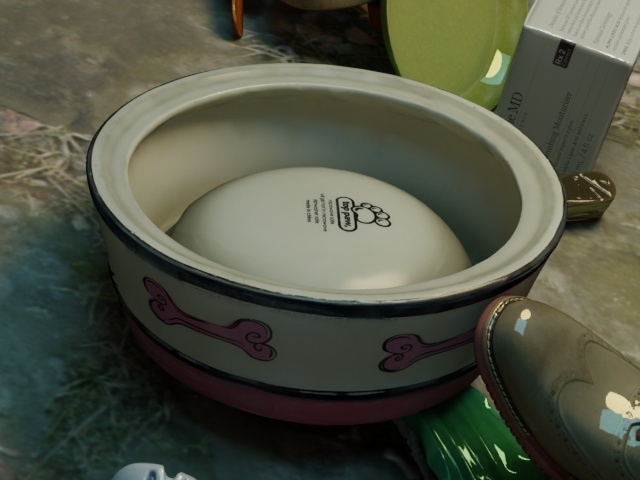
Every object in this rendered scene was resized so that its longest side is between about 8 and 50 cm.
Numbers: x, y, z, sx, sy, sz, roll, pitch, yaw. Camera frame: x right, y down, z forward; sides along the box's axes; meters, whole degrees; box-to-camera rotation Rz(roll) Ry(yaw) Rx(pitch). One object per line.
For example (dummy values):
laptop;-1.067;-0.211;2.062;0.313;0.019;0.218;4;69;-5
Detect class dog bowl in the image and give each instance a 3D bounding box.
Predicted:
dog bowl;0.000;0.000;1.408;0.408;0.150;0.408;5;31;-3

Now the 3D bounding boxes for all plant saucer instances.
plant saucer;0.139;-0.248;1.755;0.037;0.241;0.241;6;26;43

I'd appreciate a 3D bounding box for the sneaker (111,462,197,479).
sneaker;-0.055;0.246;1.198;0.236;0.095;0.104;12;46;4

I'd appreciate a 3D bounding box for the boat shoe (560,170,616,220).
boat shoe;0.225;-0.039;1.658;0.153;0.048;0.056;-6;56;-14

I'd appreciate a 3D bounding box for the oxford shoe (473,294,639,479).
oxford shoe;0.269;0.156;1.252;0.348;0.130;0.123;40;58;-14

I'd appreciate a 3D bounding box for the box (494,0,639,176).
box;0.266;-0.177;1.717;0.119;0.181;0.182;21;40;9

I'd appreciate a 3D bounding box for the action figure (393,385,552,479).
action figure;0.123;0.178;1.349;0.137;0.063;0.232;-14;47;-29

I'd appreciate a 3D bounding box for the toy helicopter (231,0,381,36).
toy helicopter;-0.021;-0.342;1.878;0.235;0.140;0.355;-18;32;-9
